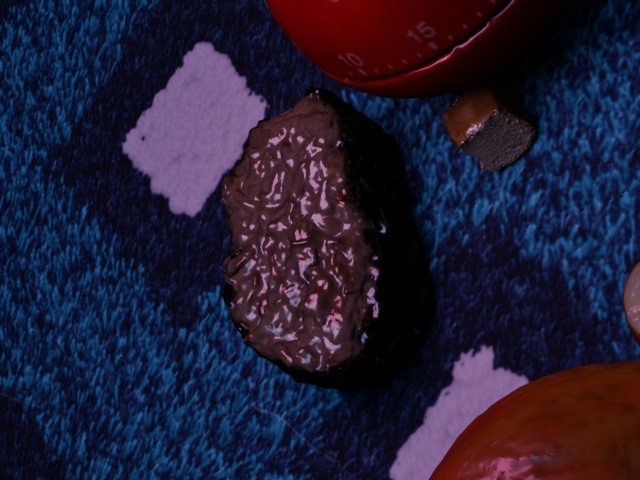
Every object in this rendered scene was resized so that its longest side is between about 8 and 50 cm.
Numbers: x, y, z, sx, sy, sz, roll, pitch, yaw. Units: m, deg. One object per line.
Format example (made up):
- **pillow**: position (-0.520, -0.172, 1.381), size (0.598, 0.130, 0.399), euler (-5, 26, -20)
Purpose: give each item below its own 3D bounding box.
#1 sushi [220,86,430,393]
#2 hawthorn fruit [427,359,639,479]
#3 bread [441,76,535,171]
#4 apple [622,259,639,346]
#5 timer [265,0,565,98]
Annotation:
- **sushi**: position (0.000, 0.000, 1.940), size (0.211, 0.171, 0.350), euler (-16, 68, 35)
- **hawthorn fruit**: position (0.302, 0.312, 1.409), size (0.472, 0.472, 0.471), euler (-14, 67, 38)
- **bread**: position (0.189, -0.131, 1.885), size (0.083, 0.077, 0.070), euler (-41, 42, 25)
- **apple**: position (0.382, 0.043, 1.595), size (0.195, 0.160, 0.173), euler (-54, 53, 12)
- **timer**: position (0.114, -0.339, 1.859), size (0.378, 0.279, 0.378), euler (-28, 44, 31)
